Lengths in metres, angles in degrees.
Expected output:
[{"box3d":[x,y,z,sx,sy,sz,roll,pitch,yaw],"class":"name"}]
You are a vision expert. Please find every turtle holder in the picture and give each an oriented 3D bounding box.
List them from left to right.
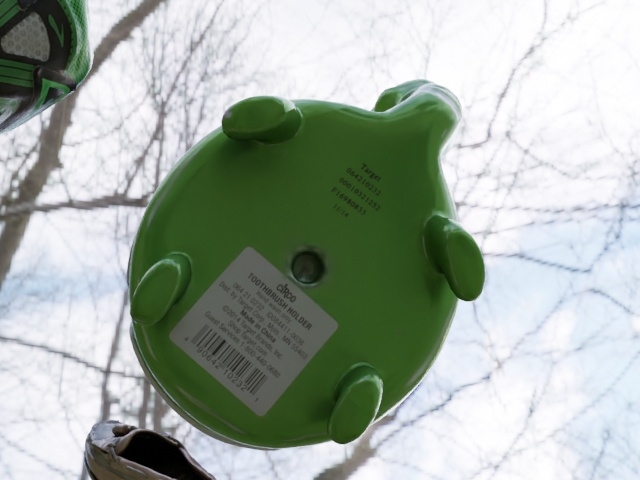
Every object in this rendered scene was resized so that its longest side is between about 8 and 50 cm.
[{"box3d":[-0.019,0.002,0.934,0.243,0.320,0.227,12,-12,-9],"class":"turtle holder"}]

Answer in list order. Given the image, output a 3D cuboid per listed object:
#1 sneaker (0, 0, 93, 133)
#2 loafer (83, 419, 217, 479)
[{"box3d":[-0.209,-0.104,0.661,0.146,0.343,0.134,-13,-70,-21],"class":"sneaker"},{"box3d":[-0.077,0.107,0.578,0.045,0.125,0.039,-11,-68,-31],"class":"loafer"}]
